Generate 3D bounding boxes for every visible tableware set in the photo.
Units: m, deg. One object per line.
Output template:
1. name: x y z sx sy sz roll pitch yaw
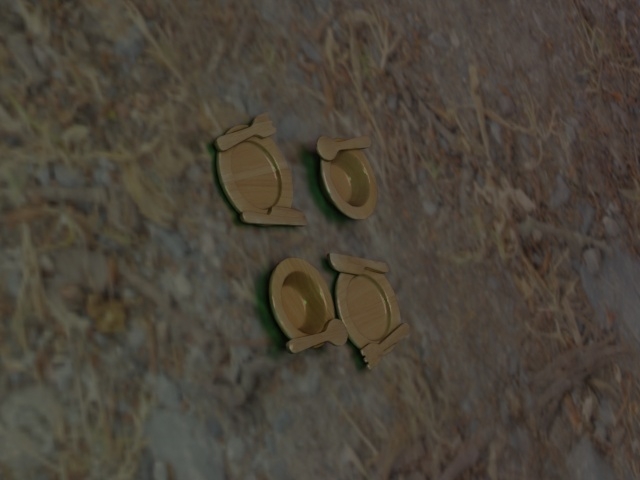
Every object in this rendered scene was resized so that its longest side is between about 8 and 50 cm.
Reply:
1. tableware set: 0.000 0.000 0.813 0.141 0.020 0.169 -5 77 -52
